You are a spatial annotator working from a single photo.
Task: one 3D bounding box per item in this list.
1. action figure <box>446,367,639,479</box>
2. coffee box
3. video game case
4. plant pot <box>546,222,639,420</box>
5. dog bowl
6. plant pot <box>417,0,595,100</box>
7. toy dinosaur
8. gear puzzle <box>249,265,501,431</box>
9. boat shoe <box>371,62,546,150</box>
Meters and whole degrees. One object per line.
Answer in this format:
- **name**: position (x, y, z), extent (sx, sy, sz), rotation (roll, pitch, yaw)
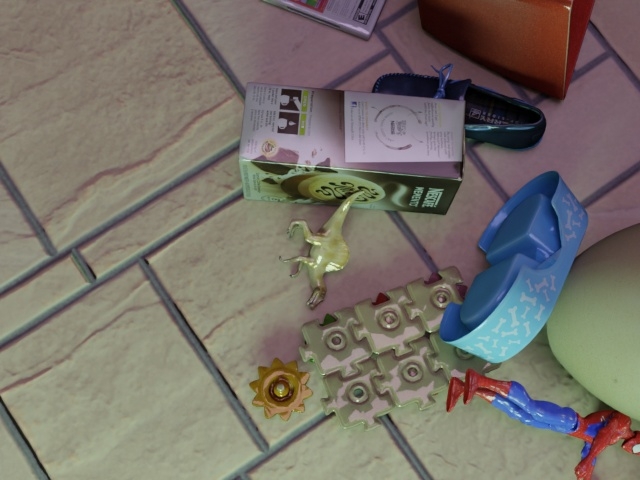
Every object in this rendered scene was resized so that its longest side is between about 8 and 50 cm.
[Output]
- **action figure**: position (0.304, 0.268, 1.375), extent (0.280, 0.091, 0.139), rotation (14, 70, -11)
- **coffee box**: position (0.042, -0.123, 1.457), extent (0.297, 0.168, 0.118), rotation (5, 74, 0)
- **video game case**: position (0.027, -0.427, 1.619), extent (0.183, 0.023, 0.201), rotation (22, 76, 5)
- **plant pot**: position (0.411, 0.104, 1.376), extent (0.191, 0.284, 0.284), rotation (1, 70, 38)
- **dog bowl**: position (0.265, 0.039, 1.404), extent (0.074, 0.166, 0.297), rotation (39, 56, -10)
- **plant pot**: position (0.275, -0.398, 1.510), extent (0.236, 0.267, 0.267), rotation (16, 74, 16)
- **toy dinosaur**: position (0.000, 0.000, 1.470), extent (0.093, 0.053, 0.183), rotation (20, 103, 6)
- **gear puzzle**: position (0.068, 0.170, 1.440), extent (0.339, 0.044, 0.175), rotation (-21, 70, -8)
- **boat shoe**: position (0.204, -0.206, 1.525), extent (0.258, 0.089, 0.109), rotation (8, 74, 1)
